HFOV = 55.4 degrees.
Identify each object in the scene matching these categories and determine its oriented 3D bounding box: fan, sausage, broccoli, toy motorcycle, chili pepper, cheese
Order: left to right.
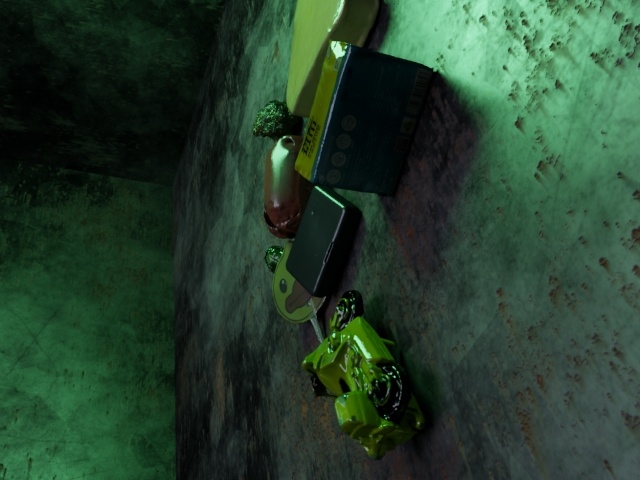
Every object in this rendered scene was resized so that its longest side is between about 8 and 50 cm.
[{"bbox_3d":[-0.133,-0.355,1.834,0.162,0.145,0.138,26,140,49],"label":"broccoli"},{"bbox_3d":[-0.072,-0.140,1.560,0.152,0.152,0.280,137,139,-57],"label":"sausage"},{"bbox_3d":[-0.068,0.072,1.590,0.224,0.061,0.098,17,95,48],"label":"chili pepper"},{"bbox_3d":[-0.036,0.129,1.484,0.229,0.011,0.335,-47,50,32],"label":"fan"},{"bbox_3d":[0.025,-0.522,1.527,0.384,0.104,0.384,-171,90,-68],"label":"cheese"},{"bbox_3d":[0.063,0.246,1.115,0.342,0.142,0.206,-122,43,-60],"label":"toy motorcycle"}]

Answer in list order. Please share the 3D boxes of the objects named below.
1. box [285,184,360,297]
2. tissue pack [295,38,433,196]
[{"bbox_3d":[0.000,0.000,1.414,0.160,0.050,0.230,41,115,49],"label":"box"},{"bbox_3d":[0.077,-0.233,1.184,0.134,0.192,0.271,-128,51,-59],"label":"tissue pack"}]
